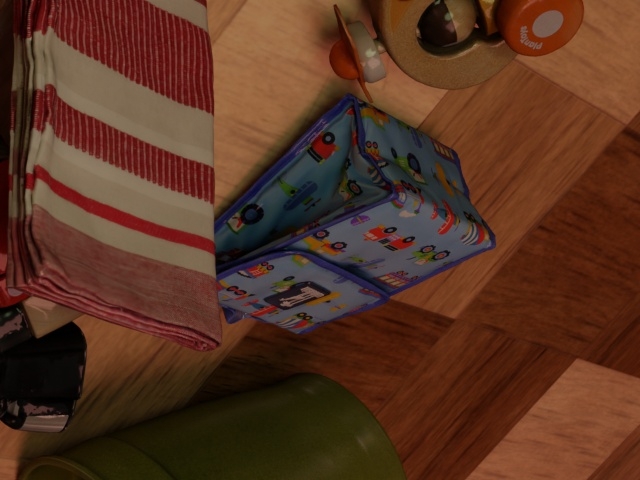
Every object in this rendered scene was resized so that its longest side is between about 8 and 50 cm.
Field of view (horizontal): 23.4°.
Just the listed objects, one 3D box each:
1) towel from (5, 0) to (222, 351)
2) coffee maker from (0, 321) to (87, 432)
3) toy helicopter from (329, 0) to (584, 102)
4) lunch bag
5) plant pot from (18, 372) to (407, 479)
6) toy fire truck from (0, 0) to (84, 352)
[{"bbox_3d":[-0.158,-0.090,1.261,0.037,0.329,0.237,-15,158,31],"label":"towel"},{"bbox_3d":[-0.320,0.114,1.490,0.178,0.120,0.171,-3,131,-41],"label":"coffee maker"},{"bbox_3d":[0.063,-0.247,1.455,0.235,0.140,0.355,-42,135,20],"label":"toy helicopter"},{"bbox_3d":[0.000,0.000,1.666,0.293,0.138,0.221,-34,150,23],"label":"lunch bag"},{"bbox_3d":[-0.097,0.328,1.773,0.353,0.366,0.366,-29,146,-34],"label":"plant pot"},{"bbox_3d":[-0.261,-0.072,1.274,0.158,0.217,0.246,-28,129,-16],"label":"toy fire truck"}]
